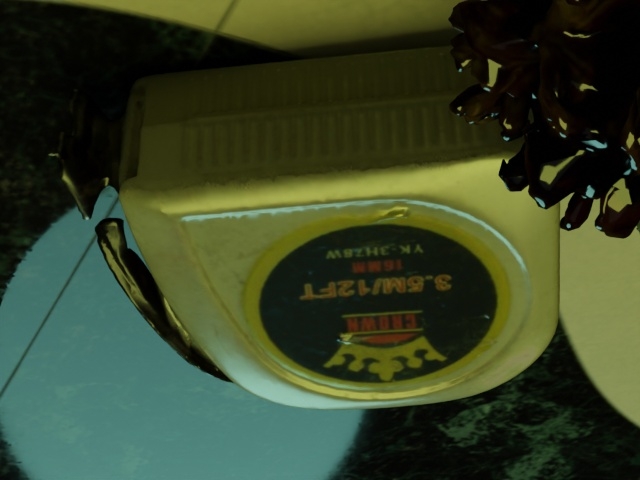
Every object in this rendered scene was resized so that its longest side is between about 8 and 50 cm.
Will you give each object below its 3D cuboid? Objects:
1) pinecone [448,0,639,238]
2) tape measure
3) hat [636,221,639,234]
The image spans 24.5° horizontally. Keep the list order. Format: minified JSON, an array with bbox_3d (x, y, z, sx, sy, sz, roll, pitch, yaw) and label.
[{"bbox_3d":[0.188,-0.109,0.666,0.273,0.224,0.224,-5,145,11],"label":"pinecone"},{"bbox_3d":[0.000,0.000,0.868,0.271,0.133,0.231,-6,137,1],"label":"tape measure"},{"bbox_3d":[0.243,-0.009,0.948,0.076,0.059,0.077,-7,149,8],"label":"hat"}]
